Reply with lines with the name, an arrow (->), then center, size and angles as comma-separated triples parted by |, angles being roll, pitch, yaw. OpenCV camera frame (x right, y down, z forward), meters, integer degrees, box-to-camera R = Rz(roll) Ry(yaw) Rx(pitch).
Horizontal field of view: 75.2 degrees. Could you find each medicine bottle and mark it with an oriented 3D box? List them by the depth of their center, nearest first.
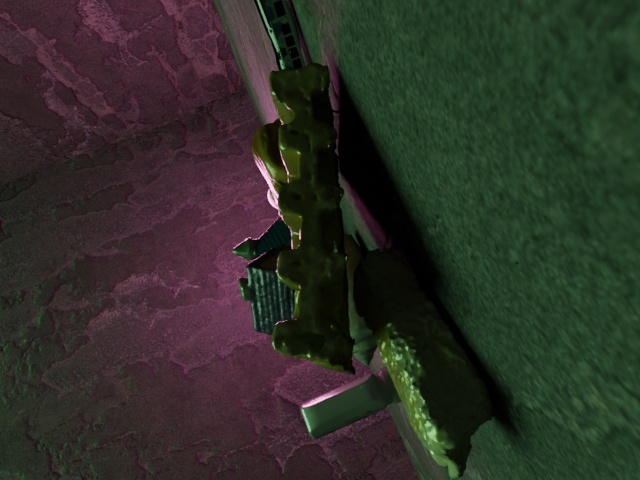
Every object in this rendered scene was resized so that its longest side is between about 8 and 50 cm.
medicine bottle -> 0.098, 0.467, 1.207 | 0.161, 0.296, 0.111 | 77, 168, -63

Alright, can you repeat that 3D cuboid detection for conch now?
conch -> 0.083, 0.111, 0.808 | 0.158, 0.127, 0.255 | 7, -100, -60

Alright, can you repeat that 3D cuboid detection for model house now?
model house -> -0.086, 0.094, 1.118 | 0.312, 0.280, 0.245 | -128, 32, -54

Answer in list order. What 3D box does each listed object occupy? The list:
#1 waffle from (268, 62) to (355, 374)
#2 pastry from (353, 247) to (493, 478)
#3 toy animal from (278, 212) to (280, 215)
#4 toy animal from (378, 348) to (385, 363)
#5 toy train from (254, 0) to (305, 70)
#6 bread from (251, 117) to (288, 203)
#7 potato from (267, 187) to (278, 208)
waffle -> 0.001, 0.000, 0.561 | 0.304, 0.078, 0.348 | 71, -165, -71
pastry -> 0.106, 0.121, 0.470 | 0.258, 0.089, 0.121 | 61, 179, 46
toy animal -> -0.072, -0.067, 1.400 | 0.137, 0.082, 0.269 | 48, -158, 2
toy animal -> 0.154, 0.257, 0.968 | 0.081, 0.060, 0.083 | 26, 169, 7
toy train -> -0.065, -0.316, 0.562 | 0.043, 0.047, 0.207 | -121, 9, -61
bread -> -0.070, -0.162, 1.028 | 0.166, 0.132, 0.294 | 59, 173, 21
potato -> -0.115, -0.171, 1.482 | 0.113, 0.149, 0.251 | 60, 177, -3
